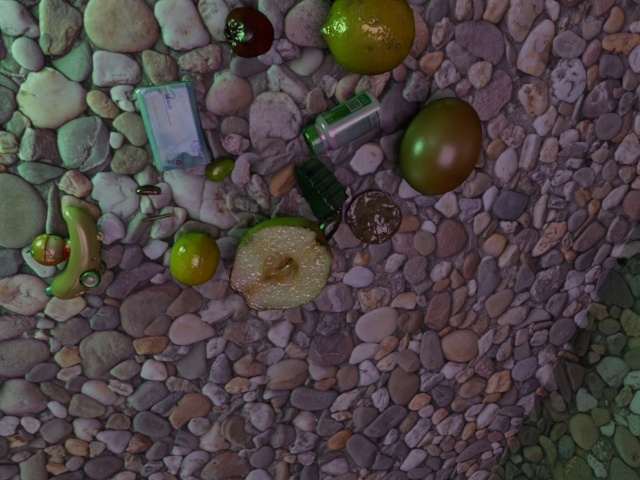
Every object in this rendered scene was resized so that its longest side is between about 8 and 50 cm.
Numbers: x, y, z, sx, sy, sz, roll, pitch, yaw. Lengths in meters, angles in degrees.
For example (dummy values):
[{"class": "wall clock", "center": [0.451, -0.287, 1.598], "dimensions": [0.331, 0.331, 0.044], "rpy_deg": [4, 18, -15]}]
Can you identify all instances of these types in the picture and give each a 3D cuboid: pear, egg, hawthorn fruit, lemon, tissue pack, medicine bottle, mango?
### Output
[{"class": "pear", "center": [-0.141, 0.069, 1.631], "dimensions": [0.386, 0.191, 0.340], "rpy_deg": [-31, 111, 14]}, {"class": "egg", "center": [0.427, -0.334, 1.577], "dimensions": [0.282, 0.282, 0.351], "rpy_deg": [17, 105, -22]}, {"class": "hawthorn fruit", "center": [-0.208, -0.635, 1.349], "dimensions": [0.172, 0.148, 0.148], "rpy_deg": [-20, 121, -38]}, {"class": "lemon", "center": [0.148, -0.649, 1.369], "dimensions": [0.310, 0.258, 0.258], "rpy_deg": [-4, 114, -17]}, {"class": "lemon", "center": [-0.445, 0.065, 1.559], "dimensions": [0.180, 0.181, 0.193], "rpy_deg": [-2, 136, -16]}, {"class": "tissue pack", "center": [-0.468, -0.363, 1.407], "dimensions": [0.177, 0.089, 0.263], "rpy_deg": [-13, 117, -13]}, {"class": "medicine bottle", "center": [0.075, -0.400, 1.527], "dimensions": [0.274, 0.133, 0.133], "rpy_deg": [-30, 118, -4]}, {"class": "mango", "center": [-0.345, -0.246, 1.516], "dimensions": [0.108, 0.056, 0.073], "rpy_deg": [-30, 123, -16]}]

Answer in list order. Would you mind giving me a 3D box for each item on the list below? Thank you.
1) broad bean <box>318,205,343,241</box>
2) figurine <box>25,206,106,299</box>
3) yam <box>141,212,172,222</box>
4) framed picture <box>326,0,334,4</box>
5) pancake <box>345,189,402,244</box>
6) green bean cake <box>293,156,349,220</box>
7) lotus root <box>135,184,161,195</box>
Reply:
[{"class": "broad bean", "center": [0.000, 0.000, 1.723], "dimensions": [0.077, 0.061, 0.339], "rpy_deg": [21, 106, -36]}, {"class": "figurine", "center": [-0.840, 0.044, 1.464], "dimensions": [0.222, 0.124, 0.325], "rpy_deg": [5, 109, -15]}, {"class": "yam", "center": [-0.574, -0.079, 1.543], "dimensions": [0.107, 0.014, 0.014], "rpy_deg": [-14, 116, -11]}, {"class": "framed picture", "center": [0.054, -0.928, 1.308], "dimensions": [0.265, 0.016, 0.347], "rpy_deg": [42, 83, -27]}, {"class": "pancake", "center": [0.213, -0.091, 1.758], "dimensions": [0.236, 0.042, 0.222], "rpy_deg": [19, 111, -20]}, {"class": "green bean cake", "center": [-0.008, -0.188, 1.601], "dimensions": [0.107, 0.193, 0.208], "rpy_deg": [-42, 95, -16]}, {"class": "lotus root", "center": [-0.583, -0.170, 1.487], "dimensions": [0.083, 0.037, 0.030], "rpy_deg": [-3, 110, -15]}]
